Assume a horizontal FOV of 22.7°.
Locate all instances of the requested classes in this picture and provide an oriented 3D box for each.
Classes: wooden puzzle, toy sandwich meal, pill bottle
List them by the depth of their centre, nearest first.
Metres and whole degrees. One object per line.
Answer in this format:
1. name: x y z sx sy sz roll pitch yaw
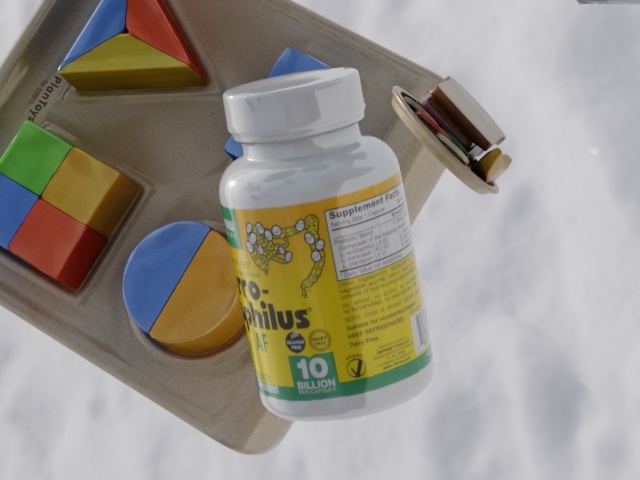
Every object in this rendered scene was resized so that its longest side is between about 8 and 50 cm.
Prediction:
1. toy sandwich meal: 0.071 -0.058 0.823 0.029 0.085 0.085 -45 46 12
2. pill bottle: 0.000 0.000 1.016 0.117 0.117 0.208 5 110 50
3. wooden puzzle: -0.109 -0.057 1.212 0.347 0.080 0.322 30 84 14

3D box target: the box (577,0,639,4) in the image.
1. box: 0.273 -0.175 0.840 0.183 0.231 0.056 -161 56 -66
